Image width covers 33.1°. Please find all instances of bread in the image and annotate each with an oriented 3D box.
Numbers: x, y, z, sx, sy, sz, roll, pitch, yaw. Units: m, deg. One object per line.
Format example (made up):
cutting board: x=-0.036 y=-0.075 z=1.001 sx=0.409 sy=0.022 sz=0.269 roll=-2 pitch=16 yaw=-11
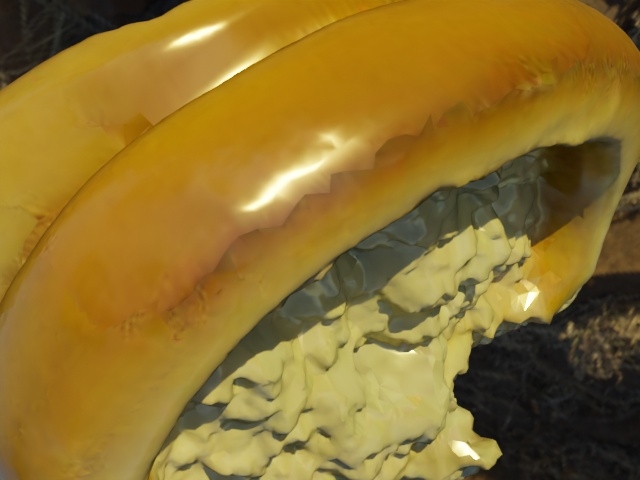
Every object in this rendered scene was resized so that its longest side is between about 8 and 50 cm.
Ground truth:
bread: x=-0.010 y=0.007 z=0.603 sx=0.245 sy=0.424 sz=0.328 roll=34 pitch=145 yaw=40

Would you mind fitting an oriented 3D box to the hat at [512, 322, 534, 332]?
hat: x=0.130 y=0.006 z=1.042 sx=0.107 sy=0.237 sz=0.286 roll=48 pitch=180 yaw=-26
